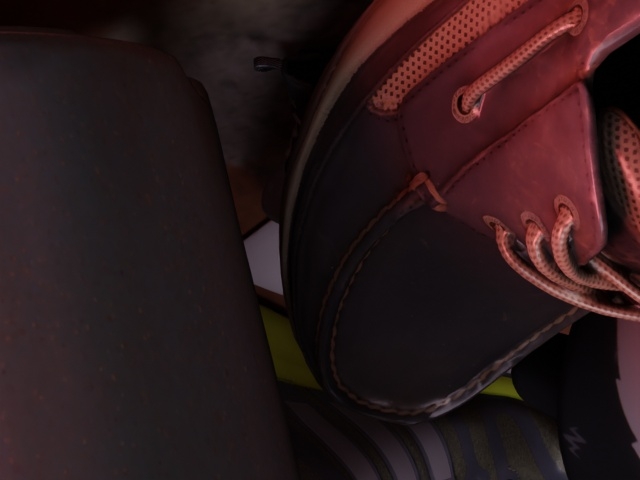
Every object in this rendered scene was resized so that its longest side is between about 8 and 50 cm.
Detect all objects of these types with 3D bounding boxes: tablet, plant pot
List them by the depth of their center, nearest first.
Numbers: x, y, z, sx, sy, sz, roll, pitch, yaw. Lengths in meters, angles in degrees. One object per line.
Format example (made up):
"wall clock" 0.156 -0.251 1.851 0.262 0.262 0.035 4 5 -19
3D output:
"plant pot" -0.137 0.122 0.614 0.341 0.334 0.341 -8 174 -1
"tablet" 0.000 0.000 0.808 0.054 0.006 0.083 23 136 -35

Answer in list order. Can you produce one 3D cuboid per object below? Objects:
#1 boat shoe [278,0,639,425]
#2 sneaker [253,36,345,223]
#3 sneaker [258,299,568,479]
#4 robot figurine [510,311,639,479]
"boat shoe" 0.091 -0.041 0.616 0.132 0.130 0.355 11 134 -24
"sneaker" -0.004 -0.048 0.712 0.069 0.038 0.098 28 124 -37
"sneaker" 0.017 0.115 0.878 0.300 0.121 0.111 12 142 -25
"robot figurine" 0.204 0.068 0.731 0.173 0.278 0.209 -20 115 -33
